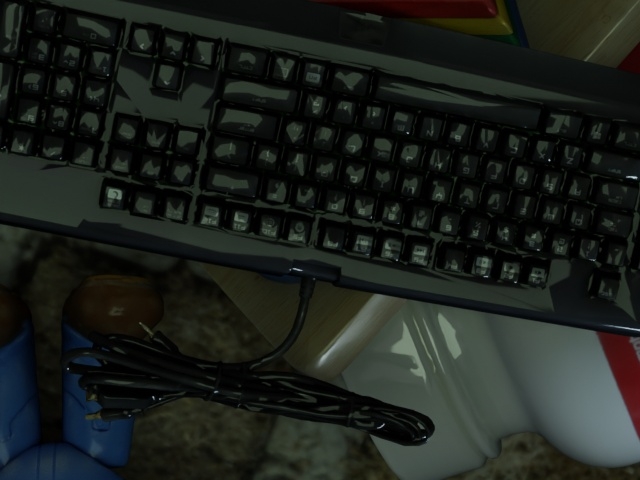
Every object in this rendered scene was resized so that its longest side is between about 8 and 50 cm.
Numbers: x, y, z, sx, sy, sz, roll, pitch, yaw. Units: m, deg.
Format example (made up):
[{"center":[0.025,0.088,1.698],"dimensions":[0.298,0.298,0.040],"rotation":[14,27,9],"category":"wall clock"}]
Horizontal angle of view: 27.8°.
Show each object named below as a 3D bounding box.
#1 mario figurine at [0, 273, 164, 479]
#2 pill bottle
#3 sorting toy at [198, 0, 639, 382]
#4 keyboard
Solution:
[{"center":[-0.138,0.178,0.711],"dimensions":[0.198,0.170,0.320],"rotation":[-12,79,25],"category":"mario figurine"},{"center":[0.210,-0.014,0.705],"dimensions":[0.408,0.229,0.229],"rotation":[-22,102,10],"category":"pill bottle"},{"center":[-0.005,-0.107,0.668],"dimensions":[0.257,0.255,0.089],"rotation":[-48,141,3],"category":"sorting toy"},{"center":[0.000,0.000,0.567],"dimensions":[0.317,0.033,0.201],"rotation":[10,101,-7],"category":"keyboard"}]
